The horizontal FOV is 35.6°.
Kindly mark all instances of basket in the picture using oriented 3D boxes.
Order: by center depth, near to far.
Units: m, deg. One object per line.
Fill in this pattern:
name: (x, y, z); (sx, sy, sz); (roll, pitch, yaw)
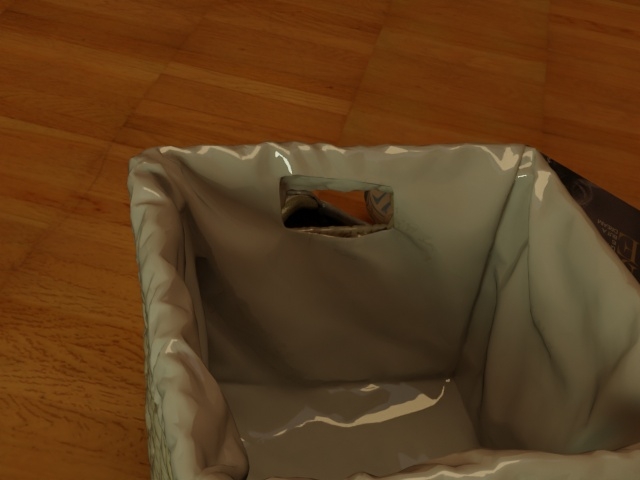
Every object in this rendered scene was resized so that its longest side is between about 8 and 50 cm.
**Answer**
basket: (0.037, 0.120, 0.705); (0.328, 0.266, 0.331); (-2, 40, -15)

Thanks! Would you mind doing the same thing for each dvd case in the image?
dvd case: (0.258, 0.013, 1.020); (0.164, 0.018, 0.221); (29, 49, -6)

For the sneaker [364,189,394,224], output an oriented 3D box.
sneaker: (0.160, -0.057, 1.105); (0.237, 0.085, 0.086); (-8, 46, -24)

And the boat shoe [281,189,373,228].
boat shoe: (-0.001, 0.002, 0.978); (0.320, 0.103, 0.118); (35, 44, 28)
